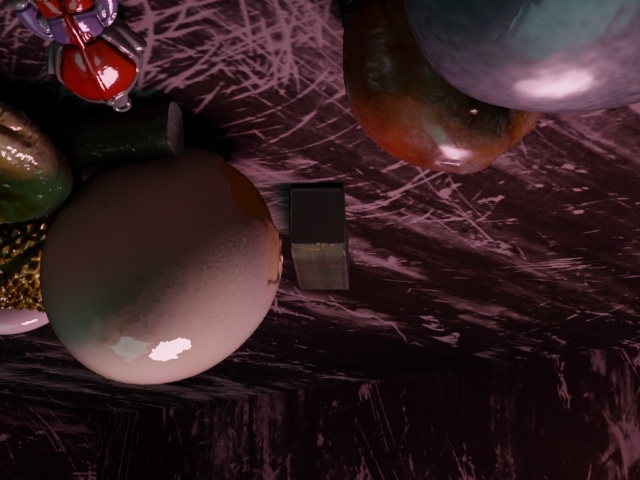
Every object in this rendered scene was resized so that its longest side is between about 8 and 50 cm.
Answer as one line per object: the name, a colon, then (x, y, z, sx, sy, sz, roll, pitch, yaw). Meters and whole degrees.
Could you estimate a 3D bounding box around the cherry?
cherry: (0.188, -0.206, 0.906, 0.255, 0.218, 0.296, 7, 152, -24)

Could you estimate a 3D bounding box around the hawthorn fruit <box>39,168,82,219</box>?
hawthorn fruit: (-0.353, -0.074, 1.620, 0.093, 0.093, 0.093, 0, 164, 0)

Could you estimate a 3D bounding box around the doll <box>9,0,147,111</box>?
doll: (-0.222, -0.187, 1.219, 0.102, 0.075, 0.227, -12, 153, 7)

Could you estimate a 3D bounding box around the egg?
egg: (-0.197, 0.033, 1.537, 0.283, 0.283, 0.345, -6, -163, 19)

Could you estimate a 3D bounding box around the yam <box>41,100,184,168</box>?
yam: (-0.238, -0.120, 1.473, 0.169, 0.068, 0.068, -5, 163, 20)

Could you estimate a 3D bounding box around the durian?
durian: (-0.387, -0.012, 1.758, 0.193, 0.138, 0.237, 6, -154, -2)

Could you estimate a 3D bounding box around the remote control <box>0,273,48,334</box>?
remote control: (-0.522, 0.053, 1.856, 0.332, 0.221, 0.103, 3, 127, -8)

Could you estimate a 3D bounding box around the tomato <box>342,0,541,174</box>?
tomato: (0.124, -0.145, 1.242, 0.214, 0.155, 0.180, 9, 166, -34)

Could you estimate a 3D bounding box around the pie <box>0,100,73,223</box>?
pie: (-0.425, -0.100, 1.430, 0.337, 0.075, 0.337, 13, 156, 6)

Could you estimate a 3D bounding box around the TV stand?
TV stand: (0.000, 0.000, 1.855, 0.082, 0.088, 0.269, 1, 164, 2)
